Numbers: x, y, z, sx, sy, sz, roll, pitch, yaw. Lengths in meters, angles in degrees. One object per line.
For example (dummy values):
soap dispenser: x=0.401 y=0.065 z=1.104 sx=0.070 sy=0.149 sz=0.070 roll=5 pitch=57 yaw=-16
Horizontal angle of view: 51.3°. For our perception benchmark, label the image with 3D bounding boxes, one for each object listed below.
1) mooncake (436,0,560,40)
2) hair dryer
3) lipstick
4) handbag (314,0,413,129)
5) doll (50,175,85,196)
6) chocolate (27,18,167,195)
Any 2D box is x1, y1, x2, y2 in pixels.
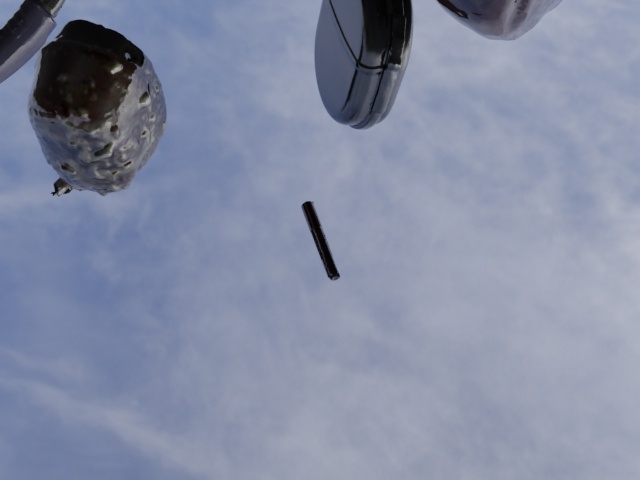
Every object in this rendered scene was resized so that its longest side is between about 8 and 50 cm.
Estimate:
mooncake: x=0.291 y=-0.421 z=0.875 sx=0.174 sy=0.326 sz=0.334 roll=46 pitch=-77 yaw=10
hair dryer: x=-0.461 y=-0.257 z=0.842 sx=0.361 sy=0.301 sz=0.121 roll=-40 pitch=-125 yaw=-4
lipstick: x=-0.001 y=0.000 z=1.227 sx=0.027 sy=0.027 sz=0.176 roll=-16 pitch=-124 yaw=-6
handbag: x=0.067 y=-0.334 z=1.137 sx=0.093 sy=0.308 sz=0.253 roll=-6 pitch=-125 yaw=-17
doll: x=-0.591 y=-0.201 z=1.661 sx=0.149 sy=0.095 sz=0.192 roll=-1 pitch=-108 yaw=-13
chocolate: x=-0.434 y=-0.224 z=1.278 sx=0.225 sy=0.340 sz=0.210 roll=11 pitch=-119 yaw=2
